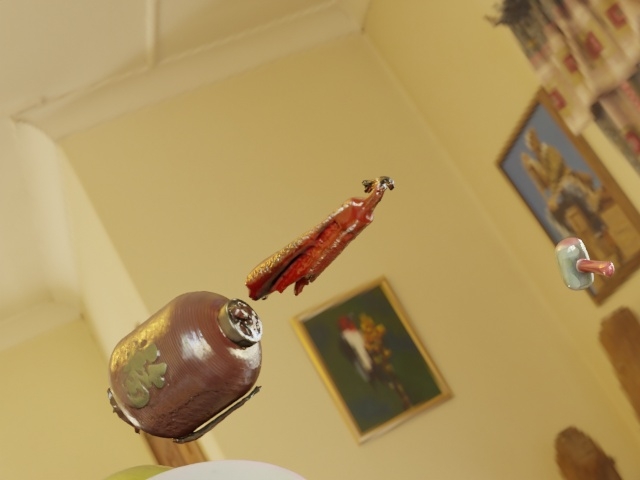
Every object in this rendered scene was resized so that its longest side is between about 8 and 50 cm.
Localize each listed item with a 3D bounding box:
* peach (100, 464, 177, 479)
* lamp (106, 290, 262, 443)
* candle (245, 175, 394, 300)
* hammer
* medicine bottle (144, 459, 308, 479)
[{"bbox_3d":[-0.251,0.508,1.661,0.314,0.316,0.281,23,-97,-43],"label":"peach"},{"bbox_3d":[-0.181,0.175,1.434,0.258,0.180,0.180,-36,-19,24],"label":"lamp"},{"bbox_3d":[0.000,0.000,1.464,0.084,0.059,0.302,14,-43,-38],"label":"candle"},{"bbox_3d":[0.254,0.024,0.986,0.031,0.052,0.083,-23,8,-13],"label":"hammer"},{"bbox_3d":[-0.054,0.283,0.641,0.152,0.152,0.253,-20,-65,-31],"label":"medicine bottle"}]
